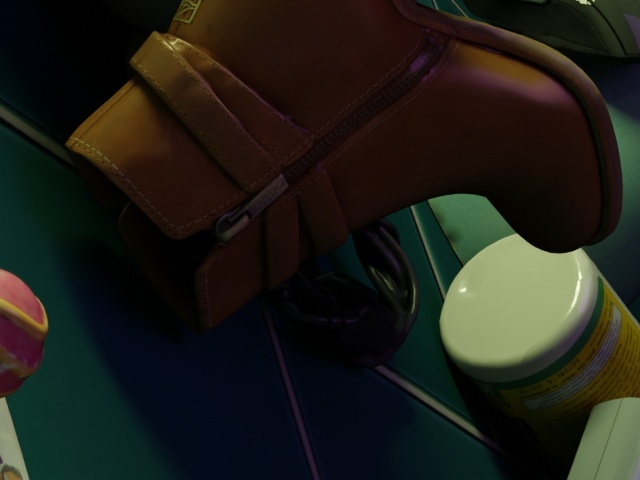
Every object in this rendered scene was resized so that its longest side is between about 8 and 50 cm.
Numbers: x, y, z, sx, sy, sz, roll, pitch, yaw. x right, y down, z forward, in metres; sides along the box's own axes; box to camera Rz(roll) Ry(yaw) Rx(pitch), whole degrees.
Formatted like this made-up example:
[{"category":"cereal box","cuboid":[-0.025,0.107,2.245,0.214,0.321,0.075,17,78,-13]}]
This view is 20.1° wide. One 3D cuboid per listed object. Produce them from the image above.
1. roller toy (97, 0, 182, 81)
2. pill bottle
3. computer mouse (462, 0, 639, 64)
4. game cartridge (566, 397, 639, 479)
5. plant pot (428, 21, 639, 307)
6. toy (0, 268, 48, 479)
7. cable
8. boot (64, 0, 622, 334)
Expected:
[{"category":"roller toy","cuboid":[-0.039,-0.181,0.938,0.146,0.191,0.209,43,24,-49]},{"category":"pill bottle","cuboid":[0.181,0.097,1.274,0.208,0.117,0.118,47,22,-39]},{"category":"computer mouse","cuboid":[0.141,-0.197,1.419,0.262,0.184,0.060,32,-53,44]},{"category":"game cartridge","cuboid":[0.250,0.256,1.210,0.297,0.062,0.198,54,46,-27]},{"category":"plant pot","cuboid":[0.210,-0.072,1.495,0.290,0.195,0.290,52,19,-27]},{"category":"toy","cuboid":[-0.126,0.031,0.583,0.137,0.056,0.237,37,30,-58]},{"category":"cable","cuboid":[0.000,0.000,1.039,0.151,0.047,0.184,62,18,18]},{"category":"boot","cuboid":[0.021,-0.032,0.855,0.109,0.220,0.283,25,-22,42]}]
